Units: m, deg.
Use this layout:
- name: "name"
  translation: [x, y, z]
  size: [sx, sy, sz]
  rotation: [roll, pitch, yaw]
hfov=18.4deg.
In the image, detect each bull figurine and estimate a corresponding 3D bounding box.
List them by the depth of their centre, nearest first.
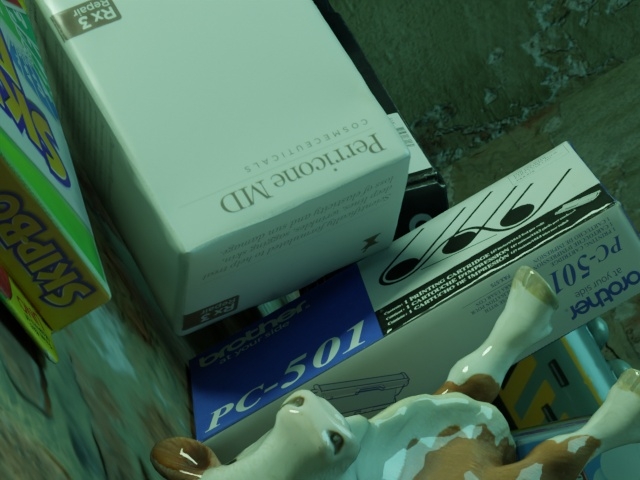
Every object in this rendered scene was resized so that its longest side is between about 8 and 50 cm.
- name: "bull figurine"
  translation: [0.060, 0.133, 0.797]
  size: [0.101, 0.188, 0.310]
  rotation: [35, -22, 47]

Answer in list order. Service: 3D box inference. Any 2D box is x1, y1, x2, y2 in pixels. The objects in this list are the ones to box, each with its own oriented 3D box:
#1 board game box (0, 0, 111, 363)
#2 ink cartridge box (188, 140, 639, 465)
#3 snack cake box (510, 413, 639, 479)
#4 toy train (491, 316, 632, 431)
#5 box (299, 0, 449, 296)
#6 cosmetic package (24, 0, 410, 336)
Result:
- name: "board game box"
  translation: [-0.139, -0.072, 0.739]
  size: [0.124, 0.039, 0.259]
  rotation: [56, 8, -38]
- name: "ink cartridge box"
  translation: [0.042, 0.037, 0.880]
  size: [0.046, 0.207, 0.097]
  rotation: [58, 5, -19]
- name: "snack cake box"
  translation: [0.148, 0.173, 1.071]
  size: [0.264, 0.089, 0.152]
  rotation: [108, -30, -83]
- name: "toy train"
  translation: [0.132, 0.129, 1.379]
  size: [0.334, 0.190, 0.142]
  rotation: [60, 5, 7]
- name: "box"
  translation: [0.030, 0.041, 1.121]
  size: [0.293, 0.073, 0.296]
  rotation: [-110, -174, -63]
- name: "cosmetic package"
  translation: [-0.065, -0.085, 0.902]
  size: [0.231, 0.117, 0.085]
  rotation: [57, -21, 24]
